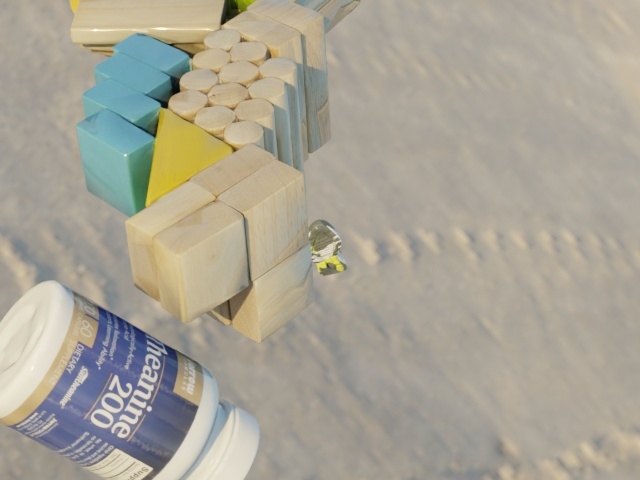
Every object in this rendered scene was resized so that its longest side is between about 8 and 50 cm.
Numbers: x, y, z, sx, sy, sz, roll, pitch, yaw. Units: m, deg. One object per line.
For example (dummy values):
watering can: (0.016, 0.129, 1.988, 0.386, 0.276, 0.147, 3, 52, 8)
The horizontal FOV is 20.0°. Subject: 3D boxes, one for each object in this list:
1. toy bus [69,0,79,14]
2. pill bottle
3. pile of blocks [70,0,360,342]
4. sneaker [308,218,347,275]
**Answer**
toy bus: (-0.109, -0.233, 1.286, 0.104, 0.202, 0.191, 18, -2, -17)
pill bottle: (-0.088, 0.073, 0.816, 0.120, 0.067, 0.067, 33, 27, -25)
pile of blocks: (-0.062, -0.062, 0.998, 0.149, 0.112, 0.362, 2, 38, 7)
sneaker: (0.000, 0.000, 1.474, 0.083, 0.031, 0.035, 74, -2, -64)
